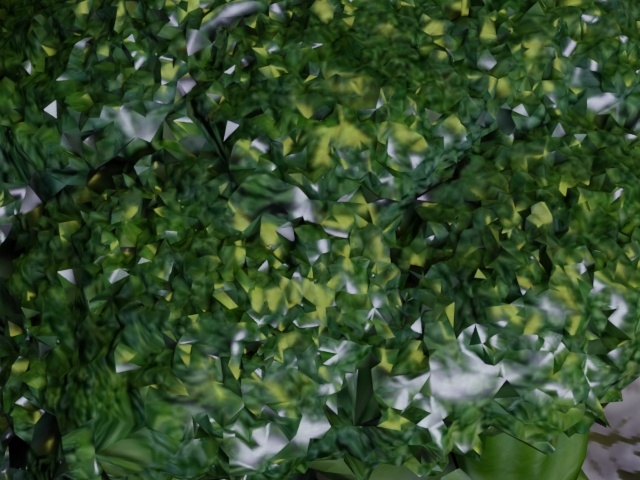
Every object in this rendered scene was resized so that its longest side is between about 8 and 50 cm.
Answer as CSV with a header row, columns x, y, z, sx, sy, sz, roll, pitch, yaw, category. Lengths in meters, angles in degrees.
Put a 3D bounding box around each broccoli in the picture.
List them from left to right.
x,y,z,sx,sy,sz,roll,pitch,yaw,category
0.000,0.000,0.543,0.275,0.307,0.308,52,51,-35,broccoli
